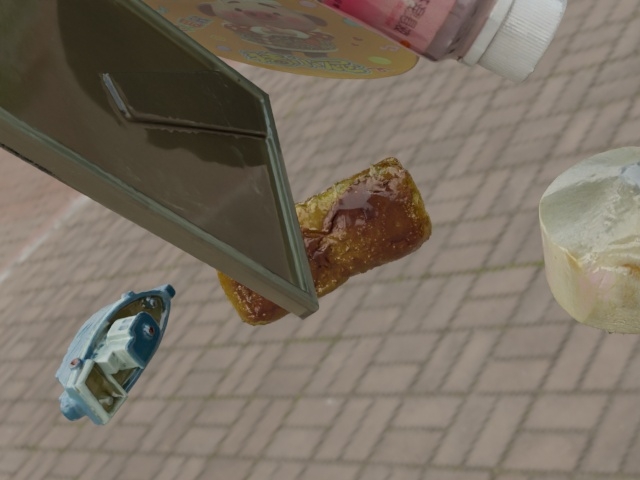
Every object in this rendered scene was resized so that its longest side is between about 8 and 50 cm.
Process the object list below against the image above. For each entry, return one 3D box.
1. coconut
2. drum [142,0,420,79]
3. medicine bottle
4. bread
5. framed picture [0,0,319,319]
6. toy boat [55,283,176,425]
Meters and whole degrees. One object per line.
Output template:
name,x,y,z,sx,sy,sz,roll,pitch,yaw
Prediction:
coconut,0.381,-0.004,1.559,0.241,0.241,0.241,-33,24,17
drum,-0.049,-0.374,1.687,0.431,0.431,0.214,0,77,56
medicine bottle,0.114,-0.255,1.262,0.147,0.247,0.147,-63,4,7
bread,0.000,-0.001,1.570,0.271,0.139,0.077,-25,29,1
framed picture,-0.174,-0.133,1.262,0.028,0.446,0.326,-33,47,23
toy boat,-0.232,0.130,1.540,0.102,0.088,0.215,-13,33,35
